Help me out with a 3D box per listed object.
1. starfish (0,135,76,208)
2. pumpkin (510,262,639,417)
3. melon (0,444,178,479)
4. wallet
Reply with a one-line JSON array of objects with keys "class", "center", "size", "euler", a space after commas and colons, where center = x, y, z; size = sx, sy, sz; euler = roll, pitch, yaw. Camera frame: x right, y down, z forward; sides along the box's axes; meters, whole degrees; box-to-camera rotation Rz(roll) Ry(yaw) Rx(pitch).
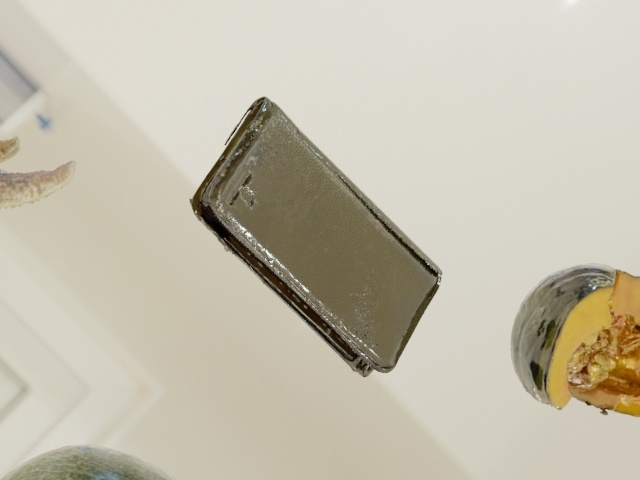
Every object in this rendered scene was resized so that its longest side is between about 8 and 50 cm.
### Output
[{"class": "starfish", "center": [-0.278, -0.075, 1.109], "size": [0.071, 0.216, 0.238], "euler": [-61, 163, 6]}, {"class": "pumpkin", "center": [0.214, 0.075, 1.306], "size": [0.107, 0.183, 0.119], "euler": [35, -75, 47]}, {"class": "melon", "center": [-0.211, 0.332, 1.384], "size": [0.248, 0.248, 0.329], "euler": [-23, -136, 60]}, {"class": "wallet", "center": [0.000, 0.000, 1.190], "size": [0.031, 0.198, 0.110], "euler": [-14, -143, 52]}]
